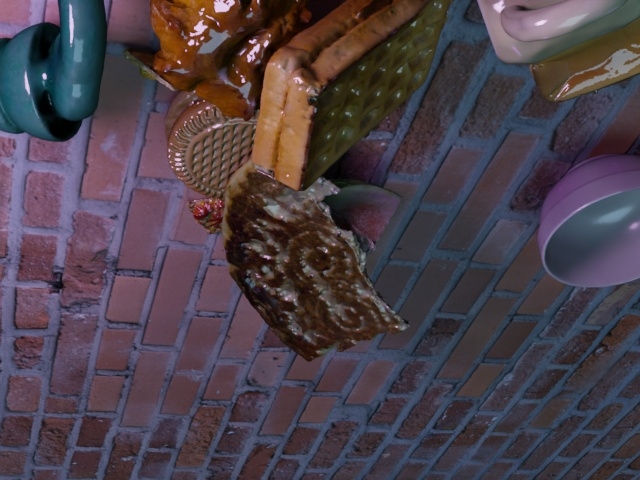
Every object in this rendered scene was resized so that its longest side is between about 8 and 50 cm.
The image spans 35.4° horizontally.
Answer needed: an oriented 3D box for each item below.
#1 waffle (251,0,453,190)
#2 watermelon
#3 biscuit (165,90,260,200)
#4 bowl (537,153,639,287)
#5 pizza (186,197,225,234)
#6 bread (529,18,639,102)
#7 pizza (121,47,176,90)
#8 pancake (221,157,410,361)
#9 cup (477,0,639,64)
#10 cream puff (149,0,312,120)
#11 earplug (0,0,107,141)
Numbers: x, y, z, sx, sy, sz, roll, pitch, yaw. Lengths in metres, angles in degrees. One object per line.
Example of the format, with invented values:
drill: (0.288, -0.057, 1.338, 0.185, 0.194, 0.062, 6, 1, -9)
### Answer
waffle: (0.048, -0.233, 1.398, 0.327, 0.098, 0.224, -43, 162, -32)
watermelon: (0.000, 0.000, 1.751, 0.224, 0.180, 0.305, 3, 153, -28)
biscuit: (-0.126, -0.163, 1.601, 0.259, 0.079, 0.259, -5, 143, -3)
bowl: (0.526, -0.053, 1.818, 0.286, 0.144, 0.287, -5, 142, -4)
pizza: (-0.190, -0.037, 1.790, 0.100, 0.029, 0.099, -1, 143, -9)
bread: (0.425, -0.309, 1.501, 0.241, 0.107, 0.136, -22, 141, 15)
pizza: (-0.228, -0.241, 1.459, 0.123, 0.109, 0.026, 12, 119, -21)
pancake: (-0.031, 0.032, 1.668, 0.304, 0.067, 0.427, -7, 124, 35)
cup: (0.323, -0.316, 1.350, 0.202, 0.255, 0.173, -20, 136, 13)
cream puff: (-0.113, -0.285, 1.398, 0.241, 0.155, 0.269, -28, 132, 16)
earplug: (-0.388, -0.251, 1.375, 0.280, 0.164, 0.257, -10, 137, 19)
